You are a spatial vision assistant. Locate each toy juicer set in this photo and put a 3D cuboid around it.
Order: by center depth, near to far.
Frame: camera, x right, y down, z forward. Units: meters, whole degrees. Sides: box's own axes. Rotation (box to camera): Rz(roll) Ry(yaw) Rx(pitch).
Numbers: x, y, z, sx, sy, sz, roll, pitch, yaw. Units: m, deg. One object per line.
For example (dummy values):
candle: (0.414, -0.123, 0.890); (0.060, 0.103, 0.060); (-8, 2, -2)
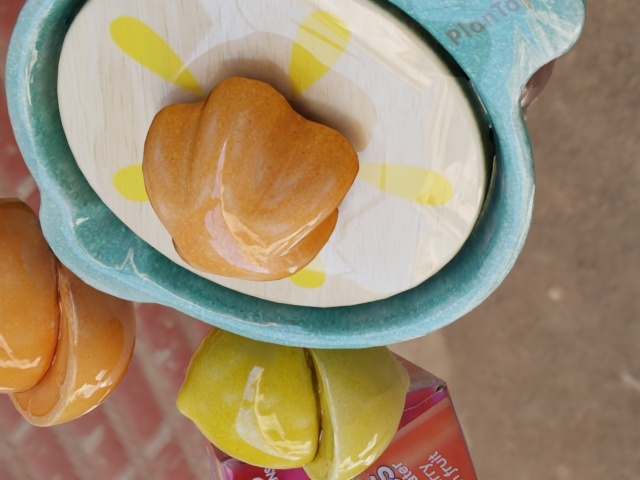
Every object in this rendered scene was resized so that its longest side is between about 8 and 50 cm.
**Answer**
toy juicer set: (0.000, 0.000, 0.489); (0.329, 0.089, 0.209); (-1, 131, 23)

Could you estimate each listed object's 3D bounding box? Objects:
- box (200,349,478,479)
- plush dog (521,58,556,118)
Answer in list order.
box: (0.010, 0.140, 1.030); (0.257, 0.123, 0.128); (-162, 54, -83)
plush dog: (0.005, -0.181, 0.960); (0.211, 0.225, 0.262); (26, 120, 33)
